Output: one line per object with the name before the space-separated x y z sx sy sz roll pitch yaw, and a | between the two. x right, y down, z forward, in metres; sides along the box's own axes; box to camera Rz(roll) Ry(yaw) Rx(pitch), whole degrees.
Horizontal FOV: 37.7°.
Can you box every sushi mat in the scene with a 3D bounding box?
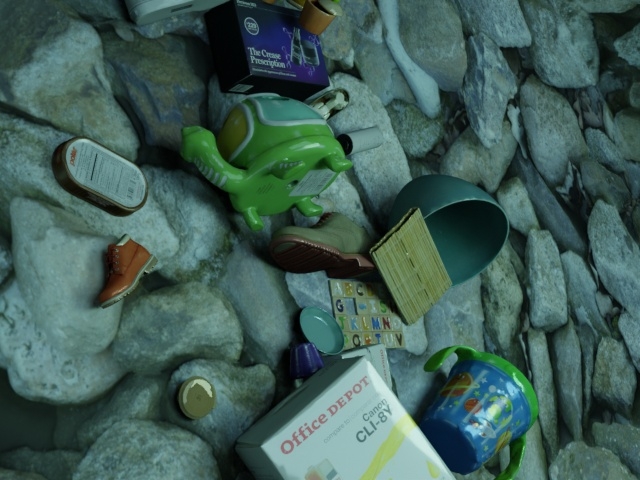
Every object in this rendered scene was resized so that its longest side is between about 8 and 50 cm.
sushi mat | 0.212 0.067 2.154 0.151 0.019 0.316 -44 139 -12

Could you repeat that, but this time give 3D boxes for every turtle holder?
turtle holder | -0.120 -0.165 1.885 0.320 0.243 0.227 -22 67 -16

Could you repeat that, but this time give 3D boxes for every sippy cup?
sippy cup | 0.351 0.414 2.177 0.305 0.240 0.224 36 48 19

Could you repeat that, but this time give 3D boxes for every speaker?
speaker | 0.094 -0.241 2.271 0.136 0.055 0.055 -22 91 -51

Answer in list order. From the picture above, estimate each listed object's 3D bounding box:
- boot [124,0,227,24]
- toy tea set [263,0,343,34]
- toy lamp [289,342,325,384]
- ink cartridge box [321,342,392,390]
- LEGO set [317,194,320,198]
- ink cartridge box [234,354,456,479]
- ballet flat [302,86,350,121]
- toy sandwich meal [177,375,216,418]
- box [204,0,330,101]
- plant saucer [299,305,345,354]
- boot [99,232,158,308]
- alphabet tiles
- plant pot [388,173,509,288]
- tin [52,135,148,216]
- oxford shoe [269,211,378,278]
boot | -0.278 -0.525 1.879 0.258 0.095 0.123 -22 88 -27
toy tea set | -0.083 -0.595 2.059 0.336 0.124 0.200 34 27 -2
toy lamp | -0.009 0.343 1.885 0.080 0.080 0.275 -2 75 -50
ink cartridge box | 0.079 0.287 2.013 0.150 0.063 0.109 -7 87 -50
LEGO set | -0.012 -0.137 2.128 0.083 0.023 0.054 59 40 -13
ink cartridge box | 0.067 0.449 1.754 0.279 0.160 0.385 -37 94 -26
ballet flat | 0.002 -0.306 2.181 0.072 0.068 0.213 60 40 -12
toy sandwich meal | -0.226 0.284 1.700 0.085 0.029 0.086 9 77 -39
box | -0.114 -0.419 2.071 0.261 0.103 0.184 -4 75 -50
plant saucer | -0.001 0.194 1.980 0.119 0.021 0.119 29 37 -25
boot | -0.353 0.053 1.631 0.085 0.059 0.158 51 34 -17
alphabet tiles | 0.113 0.190 2.147 0.237 0.009 0.198 5 70 -48
plant pot | 0.280 -0.048 2.267 0.290 0.290 0.195 26 27 -41
tin | -0.389 -0.115 1.674 0.189 0.040 0.106 30 49 -38
oxford shoe | 0.000 0.000 2.020 0.348 0.123 0.130 18 58 -56
